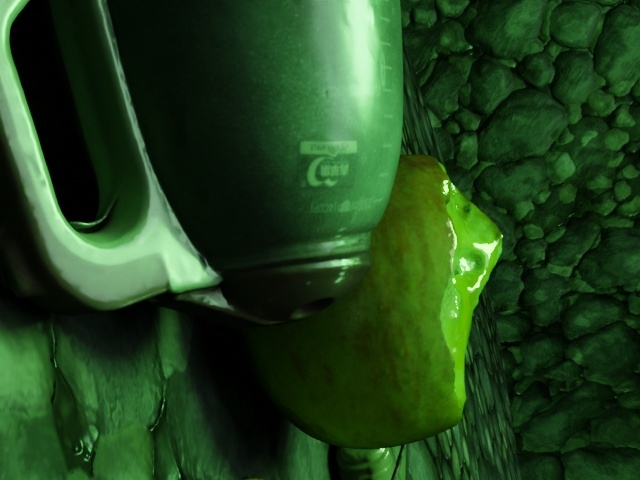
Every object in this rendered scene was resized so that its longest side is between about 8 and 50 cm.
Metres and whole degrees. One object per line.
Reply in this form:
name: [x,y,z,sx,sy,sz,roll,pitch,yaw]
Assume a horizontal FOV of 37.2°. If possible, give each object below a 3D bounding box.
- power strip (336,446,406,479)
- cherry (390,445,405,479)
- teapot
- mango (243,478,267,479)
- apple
power strip: [0.065,0.197,1.122,0.387,0.066,0.092,-76,150,-67]
cherry: [0.126,0.343,0.893,0.249,0.175,0.192,51,54,-20]
teapot: [-0.080,-0.096,0.590,0.315,0.233,0.312,-7,87,-47]
mango: [-0.035,0.236,0.678,0.101,0.066,0.187,-102,173,-47]
apple: [0.049,0.057,0.804,0.246,0.246,0.226,16,62,-74]
